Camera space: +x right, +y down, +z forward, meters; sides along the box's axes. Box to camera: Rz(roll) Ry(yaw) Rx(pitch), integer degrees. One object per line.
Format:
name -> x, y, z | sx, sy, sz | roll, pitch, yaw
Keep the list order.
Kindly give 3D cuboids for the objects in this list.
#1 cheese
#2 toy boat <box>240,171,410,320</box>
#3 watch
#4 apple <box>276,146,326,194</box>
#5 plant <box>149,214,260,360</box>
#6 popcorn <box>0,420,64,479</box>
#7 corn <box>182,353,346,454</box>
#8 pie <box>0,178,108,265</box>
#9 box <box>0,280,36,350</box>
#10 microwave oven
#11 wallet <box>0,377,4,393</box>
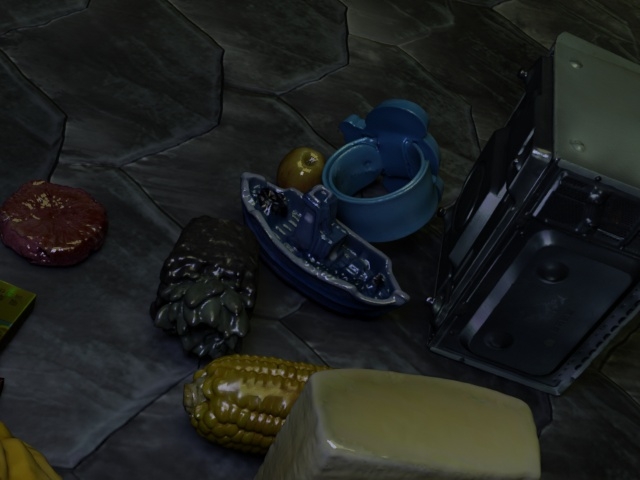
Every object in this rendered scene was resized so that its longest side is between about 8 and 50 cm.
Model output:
cheese -> 0.071, 0.258, 0.939 | 0.243, 0.265, 0.124 | 8, 47, -16
toy boat -> 0.000, 0.000, 1.239 | 0.309, 0.142, 0.129 | 38, 44, 15
watch -> 0.091, -0.094, 1.357 | 0.211, 0.211, 0.193 | 30, 55, 6
apple -> -0.029, -0.107, 1.376 | 0.084, 0.071, 0.084 | 11, 48, -12
plant -> -0.149, 0.065, 1.129 | 0.132, 0.129, 0.194 | 14, 42, -6
popcorn -> -0.374, 0.281, 0.683 | 0.390, 0.354, 0.344 | -11, 35, -29
corn -> 0.010, 0.210, 1.064 | 0.363, 0.120, 0.120 | 8, 47, -16
pie -> -0.366, -0.027, 1.186 | 0.154, 0.038, 0.153 | 10, 45, -10
box -> -0.435, 0.105, 1.017 | 0.121, 0.030, 0.193 | 22, 33, -2
microwave oven -> 0.323, -0.036, 1.224 | 0.247, 0.394, 0.333 | 21, 44, -3
wallet -> -0.491, 0.179, 0.948 | 0.255, 0.031, 0.137 | 14, 42, -11
